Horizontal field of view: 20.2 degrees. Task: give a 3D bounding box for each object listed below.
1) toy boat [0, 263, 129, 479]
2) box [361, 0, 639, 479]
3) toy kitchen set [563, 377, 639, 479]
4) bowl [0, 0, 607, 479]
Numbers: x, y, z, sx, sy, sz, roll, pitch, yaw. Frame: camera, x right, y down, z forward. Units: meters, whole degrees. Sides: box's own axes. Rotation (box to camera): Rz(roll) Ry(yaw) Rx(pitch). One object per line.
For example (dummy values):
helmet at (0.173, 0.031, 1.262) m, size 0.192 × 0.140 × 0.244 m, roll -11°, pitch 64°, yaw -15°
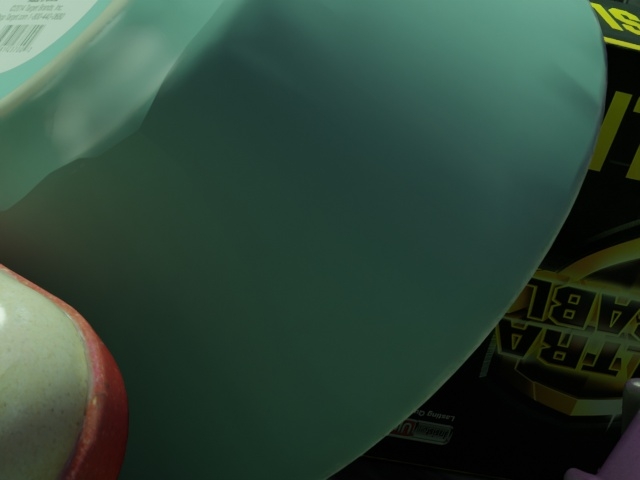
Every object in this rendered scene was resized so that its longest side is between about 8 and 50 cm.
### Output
toy boat at (-0.144, 0.080, 0.607) m, size 0.231 × 0.151 × 0.151 m, roll 25°, pitch -15°, yaw 43°
box at (0.151, 0.010, 0.946) m, size 0.322 × 0.257 × 0.079 m, roll 12°, pitch 25°, yaw -18°
toy kitchen set at (0.163, 0.158, 0.744) m, size 0.122 × 0.166 × 0.207 m, roll 20°, pitch 48°, yaw 27°
bowl at (-0.059, -0.052, 0.719) m, size 0.163 × 0.311 × 0.311 m, roll 45°, pitch -7°, yaw -31°
